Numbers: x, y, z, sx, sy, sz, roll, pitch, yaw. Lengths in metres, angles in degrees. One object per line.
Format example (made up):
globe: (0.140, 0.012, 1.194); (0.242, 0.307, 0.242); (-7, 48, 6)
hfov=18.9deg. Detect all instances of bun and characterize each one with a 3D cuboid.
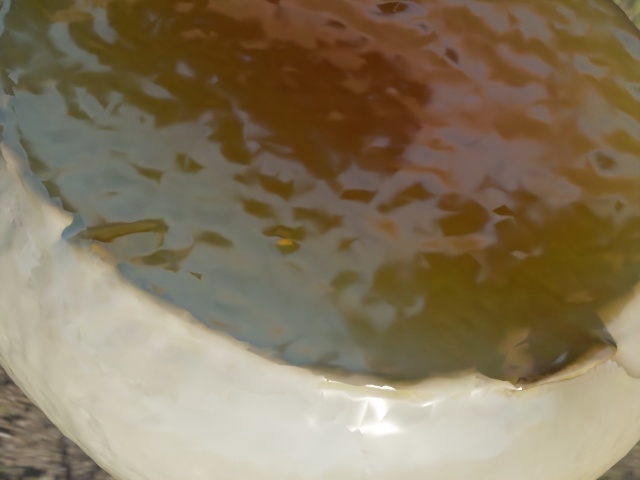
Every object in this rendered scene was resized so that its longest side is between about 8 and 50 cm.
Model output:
bun: (0.000, 0.000, 0.732); (0.299, 0.164, 0.299); (8, 47, -9)
